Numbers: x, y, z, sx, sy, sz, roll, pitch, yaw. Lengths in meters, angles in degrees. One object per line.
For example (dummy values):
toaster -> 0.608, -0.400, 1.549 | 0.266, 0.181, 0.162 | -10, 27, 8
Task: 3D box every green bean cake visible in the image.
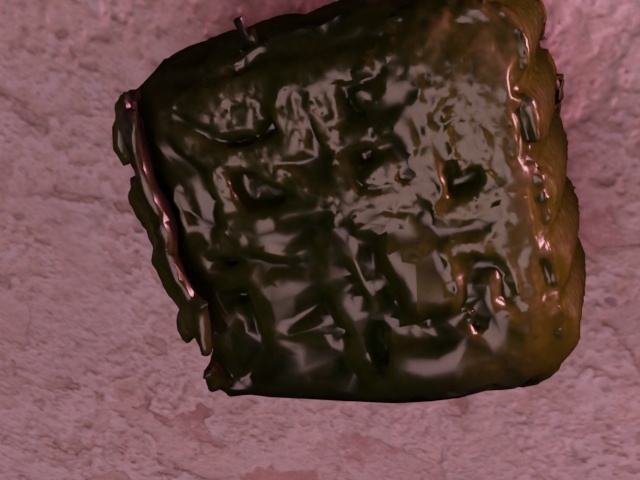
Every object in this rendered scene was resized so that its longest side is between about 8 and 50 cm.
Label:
green bean cake -> 0.039, -0.038, 0.781 | 0.319, 0.218, 0.335 | -12, 110, 21
